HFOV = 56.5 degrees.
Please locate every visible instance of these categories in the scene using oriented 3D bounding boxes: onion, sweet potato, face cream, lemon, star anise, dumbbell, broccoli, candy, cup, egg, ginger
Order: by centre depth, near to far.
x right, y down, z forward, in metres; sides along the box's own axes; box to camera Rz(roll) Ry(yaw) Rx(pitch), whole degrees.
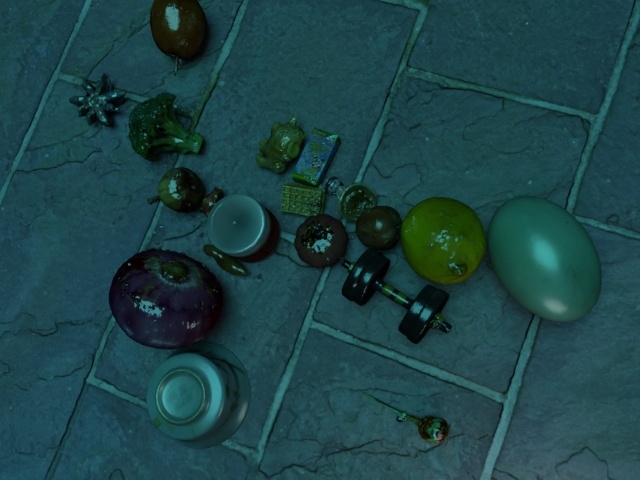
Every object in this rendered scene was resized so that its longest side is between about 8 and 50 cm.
[{"bbox_3d":[0.638,0.050,1.710,0.276,0.276,0.388,-30,70,5],"label":"egg"},{"bbox_3d":[0.366,0.005,1.782,0.254,0.253,0.310,-18,39,8],"label":"lemon"},{"bbox_3d":[0.252,0.528,1.808,0.288,0.084,0.077,22,88,23],"label":"candy"},{"bbox_3d":[0.227,0.168,1.828,0.389,0.185,0.185,32,87,18],"label":"dumbbell"},{"bbox_3d":[-0.492,0.210,1.903,0.359,0.358,0.344,10,103,14],"label":"onion"},{"bbox_3d":[-0.415,0.496,1.912,0.348,0.163,0.346,-2,78,11],"label":"cup"},{"bbox_3d":[-0.250,-0.036,1.974,0.201,0.187,0.200,-3,78,12],"label":"face cream"},{"bbox_3d":[-0.328,0.070,2.036,0.202,0.055,0.058,32,101,18],"label":"sweet potato"},{"bbox_3d":[-0.015,-0.280,2.040,0.097,0.062,0.194,22,83,17],"label":"candy"},{"bbox_3d":[-0.129,-0.334,2.057,0.157,0.102,0.216,30,91,43],"label":"ginger"},{"bbox_3d":[-0.546,-0.393,2.111,0.269,0.269,0.253,22,89,16],"label":"broccoli"},{"bbox_3d":[-0.838,-0.524,2.259,0.229,0.093,0.236,-22,73,8],"label":"star anise"}]

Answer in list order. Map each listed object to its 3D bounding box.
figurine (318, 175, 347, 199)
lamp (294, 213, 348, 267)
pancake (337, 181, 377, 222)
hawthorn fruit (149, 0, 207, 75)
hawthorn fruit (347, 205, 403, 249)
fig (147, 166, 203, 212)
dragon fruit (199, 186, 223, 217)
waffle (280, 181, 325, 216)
[{"bbox_3d":[0.059,-0.166,2.007,0.129,0.054,0.072,36,103,10],"label":"figurine"},{"bbox_3d":[0.000,0.000,1.936,0.182,0.140,0.181,-4,78,17],"label":"lamp"},{"bbox_3d":[0.124,-0.122,1.965,0.140,0.022,0.139,-2,102,-8],"label":"pancake"},{"bbox_3d":[-0.524,-0.758,2.192,0.212,0.211,0.298,4,92,13],"label":"hawthorn fruit"},{"bbox_3d":[0.171,-0.036,1.902,0.189,0.149,0.149,-10,76,7],"label":"hawthorn fruit"},{"bbox_3d":[-0.528,-0.169,2.087,0.231,0.143,0.160,-8,94,9],"label":"fig"},{"bbox_3d":[-0.371,-0.131,2.074,0.081,0.086,0.116,13,84,20],"label":"dragon fruit"},{"bbox_3d":[-0.060,-0.134,2.009,0.148,0.042,0.102,12,106,17],"label":"waffle"}]
